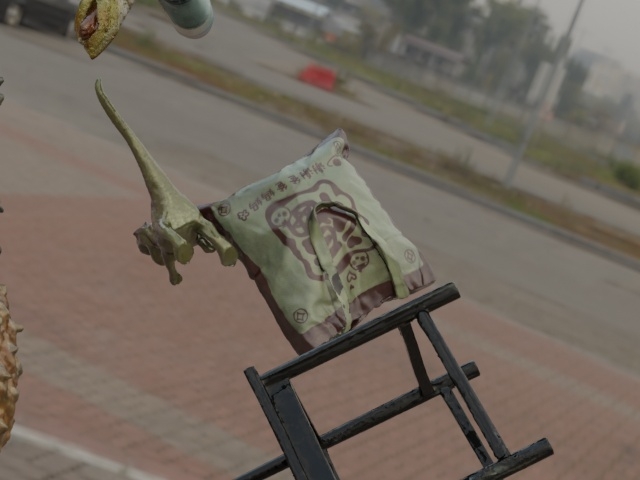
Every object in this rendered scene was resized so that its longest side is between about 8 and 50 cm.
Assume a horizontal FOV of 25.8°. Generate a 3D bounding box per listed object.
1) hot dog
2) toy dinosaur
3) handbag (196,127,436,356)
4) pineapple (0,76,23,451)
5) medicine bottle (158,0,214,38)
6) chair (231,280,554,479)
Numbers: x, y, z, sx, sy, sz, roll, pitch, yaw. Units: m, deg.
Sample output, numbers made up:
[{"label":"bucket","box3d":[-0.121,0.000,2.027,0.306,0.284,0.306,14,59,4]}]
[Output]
[{"label":"hot dog","box3d":[-0.270,-0.303,1.767,0.078,0.169,0.061,-25,-59,41]},{"label":"toy dinosaur","box3d":[-0.193,-0.043,1.650,0.200,0.072,0.251,38,-21,40]},{"label":"handbag","box3d":[0.000,0.000,1.675,0.235,0.213,0.127,54,-21,17]},{"label":"pineapple","box3d":[-0.324,0.014,1.160,0.169,0.340,0.169,1,-14,0]},{"label":"medicine bottle","box3d":[-0.154,-0.272,1.538,0.090,0.054,0.208,63,0,-3]},{"label":"chair","box3d":[0.006,0.161,0.897,0.154,0.260,0.141,62,-4,35]}]
